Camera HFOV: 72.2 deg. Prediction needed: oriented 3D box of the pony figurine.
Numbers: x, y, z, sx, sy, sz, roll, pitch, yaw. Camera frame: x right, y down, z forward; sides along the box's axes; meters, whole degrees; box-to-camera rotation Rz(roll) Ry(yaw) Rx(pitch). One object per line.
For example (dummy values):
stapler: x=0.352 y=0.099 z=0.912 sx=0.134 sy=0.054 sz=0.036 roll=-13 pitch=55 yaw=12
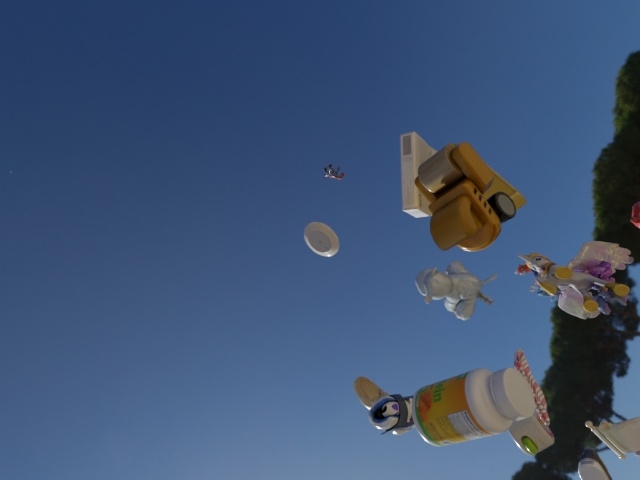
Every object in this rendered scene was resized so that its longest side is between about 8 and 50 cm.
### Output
pony figurine: x=0.905 y=0.136 z=1.541 sx=0.351 sy=0.363 sz=0.303 roll=17 pitch=-77 yaw=6

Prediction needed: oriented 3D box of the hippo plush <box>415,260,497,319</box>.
hippo plush: x=0.520 y=0.215 z=1.799 sx=0.236 sy=0.294 sz=0.234 roll=0 pitch=-79 yaw=-17

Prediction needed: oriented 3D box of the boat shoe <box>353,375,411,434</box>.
boat shoe: x=0.271 y=0.700 z=1.888 sx=0.302 sy=0.098 sz=0.109 roll=47 pitch=-129 yaw=9

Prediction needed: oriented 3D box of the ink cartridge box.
ink cartridge box: x=0.393 y=-0.235 z=1.700 sx=0.261 sy=0.066 sz=0.296 roll=15 pitch=-108 yaw=-54

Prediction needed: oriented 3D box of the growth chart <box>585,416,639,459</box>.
growth chart: x=0.791 y=0.460 z=1.039 sx=0.172 sy=0.237 sz=0.021 roll=47 pitch=-146 yaw=-13

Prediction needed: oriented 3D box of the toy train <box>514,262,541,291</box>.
toy train: x=0.870 y=0.145 z=1.775 sx=0.125 sy=0.166 sz=0.046 roll=-33 pitch=-61 yaw=23

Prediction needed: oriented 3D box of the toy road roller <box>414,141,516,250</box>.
toy road roller: x=0.421 y=-0.116 z=1.364 sx=0.240 sy=0.202 sz=0.329 roll=-34 pitch=-93 yaw=-40

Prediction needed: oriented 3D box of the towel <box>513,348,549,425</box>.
towel: x=0.637 y=0.435 z=1.318 sx=0.144 sy=0.029 sz=0.197 roll=-7 pitch=-110 yaw=-65

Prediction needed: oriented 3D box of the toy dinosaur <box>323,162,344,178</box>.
toy dinosaur: x=0.047 y=-0.216 z=1.419 sx=0.047 sy=0.082 sz=0.090 roll=-26 pitch=-33 yaw=-16

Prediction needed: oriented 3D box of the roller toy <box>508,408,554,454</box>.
roller toy: x=0.916 y=0.818 z=1.925 sx=0.146 sy=0.209 sz=0.191 roll=-39 pitch=-39 yaw=17

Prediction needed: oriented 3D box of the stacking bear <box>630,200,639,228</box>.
stacking bear: x=1.226 y=-0.084 z=1.481 sx=0.175 sy=0.289 sz=0.164 roll=-59 pitch=-46 yaw=-31

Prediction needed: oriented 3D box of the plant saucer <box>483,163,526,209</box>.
plant saucer: x=0.758 y=-0.229 z=2.084 sx=0.333 sy=0.333 sz=0.081 roll=-33 pitch=-25 yaw=-16

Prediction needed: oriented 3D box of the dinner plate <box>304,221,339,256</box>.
dinner plate: x=0.000 y=0.000 z=1.522 sx=0.017 sy=0.141 sz=0.141 roll=-49 pitch=-57 yaw=-44

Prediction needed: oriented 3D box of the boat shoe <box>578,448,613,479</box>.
boat shoe: x=1.001 y=0.887 z=1.563 sx=0.102 sy=0.108 sz=0.301 roll=-33 pitch=-81 yaw=-51

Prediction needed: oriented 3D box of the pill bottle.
pill bottle: x=0.336 y=0.367 z=0.978 sx=0.136 sy=0.246 sz=0.136 roll=23 pitch=-132 yaw=-29

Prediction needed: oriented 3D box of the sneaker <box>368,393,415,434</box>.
sneaker: x=0.332 y=0.616 z=1.590 sx=0.236 sy=0.323 sz=0.130 roll=30 pitch=-136 yaw=-50
